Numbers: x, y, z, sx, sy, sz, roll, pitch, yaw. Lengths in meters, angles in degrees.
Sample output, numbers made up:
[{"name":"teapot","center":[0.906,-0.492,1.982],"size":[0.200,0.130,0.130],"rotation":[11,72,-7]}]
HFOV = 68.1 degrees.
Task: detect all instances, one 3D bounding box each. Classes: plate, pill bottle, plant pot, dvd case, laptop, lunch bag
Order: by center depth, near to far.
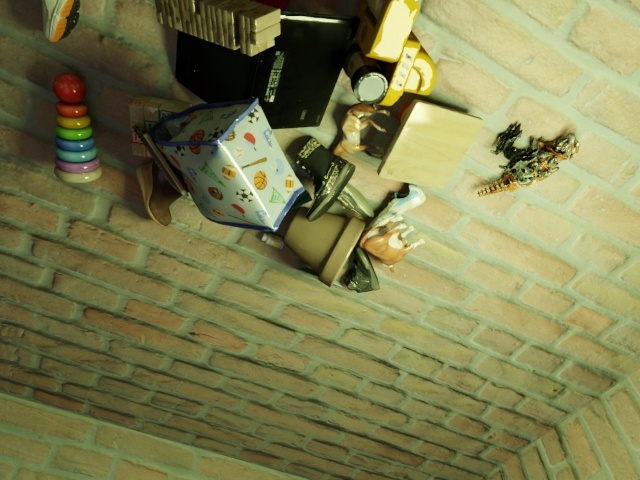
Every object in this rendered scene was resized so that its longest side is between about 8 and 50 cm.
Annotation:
[{"name":"laptop","center":[-0.167,-0.528,1.330],"size":[0.408,0.236,0.382],"rotation":[-9,151,-25]},{"name":"lunch bag","center":[-0.287,-0.218,1.378],"size":[0.385,0.239,0.328],"rotation":[4,136,38]},{"name":"dvd case","center":[-0.485,-0.239,1.431],"size":[0.018,0.164,0.221],"rotation":[-37,126,-15]},{"name":"plant pot","center":[0.000,0.000,1.661],"size":[0.229,0.263,0.263],"rotation":[27,124,3]},{"name":"pill bottle","center":[-0.177,-0.001,1.768],"size":[0.083,0.043,0.043],"rotation":[21,124,-13]},{"name":"plate","center":[-0.001,0.134,1.806],"size":[0.188,0.188,0.024],"rotation":[22,84,-14]}]

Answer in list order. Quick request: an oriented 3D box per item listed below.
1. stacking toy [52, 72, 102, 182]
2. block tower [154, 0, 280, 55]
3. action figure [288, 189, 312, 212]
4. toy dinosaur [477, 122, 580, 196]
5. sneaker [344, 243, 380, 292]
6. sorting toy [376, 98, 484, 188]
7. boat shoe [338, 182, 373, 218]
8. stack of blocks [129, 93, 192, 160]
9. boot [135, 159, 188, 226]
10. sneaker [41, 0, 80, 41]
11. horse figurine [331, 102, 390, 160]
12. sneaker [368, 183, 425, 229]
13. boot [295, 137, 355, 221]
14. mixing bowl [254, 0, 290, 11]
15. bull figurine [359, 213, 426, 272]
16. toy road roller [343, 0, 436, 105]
[{"name":"stacking toy","center":[-0.771,-0.355,1.487],"size":[0.141,0.141,0.330],"rotation":[9,119,-5]},{"name":"block tower","center":[-0.258,-0.543,1.142],"size":[0.335,0.097,0.091],"rotation":[28,139,22]},{"name":"action figure","center":[-0.156,-0.124,1.655],"size":[0.232,0.063,0.137],"rotation":[-38,90,25]},{"name":"toy dinosaur","center":[0.662,-0.235,1.518],"size":[0.322,0.164,0.218],"rotation":[-49,131,7]},{"name":"sneaker","center":[0.141,0.120,1.822],"size":[0.130,0.087,0.227],"rotation":[-18,129,7]},{"name":"sorting toy","center":[0.326,-0.305,1.470],"size":[0.257,0.089,0.255],"rotation":[7,129,-26]},{"name":"boat shoe","center":[0.091,-0.152,1.632],"size":[0.068,0.081,0.228],"rotation":[-36,110,27]},{"name":"stack of blocks","center":[-0.436,-0.342,1.498],"size":[0.297,0.087,0.171],"rotation":[9,127,-5]},{"name":"boot","center":[-0.501,-0.163,1.629],"size":[0.207,0.090,0.248],"rotation":[-6,122,9]},{"name":"sneaker","center":[-0.718,-0.673,1.270],"size":[0.121,0.099,0.262],"rotation":[26,116,-7]},{"name":"horse figurine","center":[0.122,-0.335,1.486],"size":[0.174,0.066,0.263],"rotation":[12,141,9]},{"name":"sneaker","center":[0.257,-0.113,1.661],"size":[0.237,0.085,0.086],"rotation":[-37,91,29]},{"name":"boot","center":[-0.016,-0.198,1.545],"size":[0.178,0.085,0.236],"rotation":[41,109,12]},{"name":"mixing bowl","center":[-0.157,-0.678,1.225],"size":[0.181,0.098,0.181],"rotation":[5,142,4]},{"name":"bull figurine","center":[0.251,0.013,1.662],"size":[0.188,0.101,0.310],"rotation":[-39,151,15]},{"name":"toy road roller","center":[0.212,-0.529,1.283],"size":[0.240,0.202,0.329],"rotation":[5,132,-17]}]
